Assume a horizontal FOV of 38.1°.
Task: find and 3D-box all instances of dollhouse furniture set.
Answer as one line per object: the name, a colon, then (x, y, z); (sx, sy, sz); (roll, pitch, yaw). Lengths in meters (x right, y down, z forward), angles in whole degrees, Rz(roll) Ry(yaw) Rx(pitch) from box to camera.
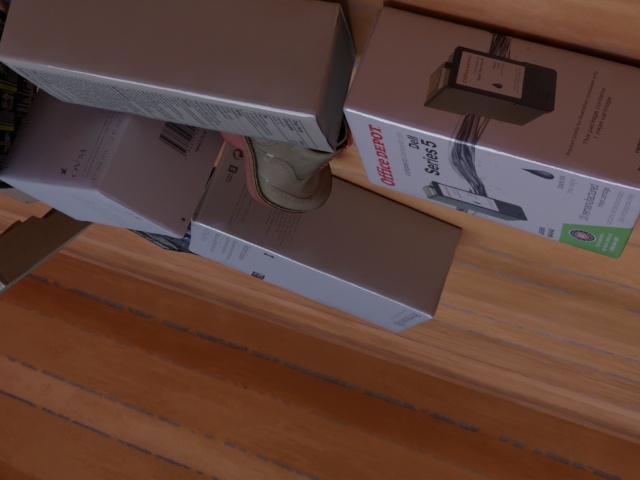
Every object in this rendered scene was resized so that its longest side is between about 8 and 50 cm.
dollhouse furniture set: (-0.597, -0.114, 1.553); (0.362, 0.256, 0.394); (-31, 100, 41)

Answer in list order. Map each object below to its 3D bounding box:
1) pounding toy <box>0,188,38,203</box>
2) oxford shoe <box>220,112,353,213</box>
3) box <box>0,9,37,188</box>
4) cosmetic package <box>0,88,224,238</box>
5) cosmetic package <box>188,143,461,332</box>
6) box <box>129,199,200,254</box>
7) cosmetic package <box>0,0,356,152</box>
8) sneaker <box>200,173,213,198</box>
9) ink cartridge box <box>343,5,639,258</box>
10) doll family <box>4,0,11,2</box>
pounding toy: (-0.601, -0.155, 1.867); (0.100, 0.141, 0.130); (-11, 153, 33)
oxford shoe: (-0.022, -0.110, 1.137); (0.130, 0.123, 0.348); (11, 166, 17)
box: (-0.413, -0.171, 1.133); (0.060, 0.216, 0.270); (6, -175, -2)
cosmetic package: (-0.239, -0.139, 1.118); (0.225, 0.224, 0.138); (8, 162, 44)
cosmetic package: (0.000, 0.000, 1.459); (0.385, 0.156, 0.217); (23, 165, -3)
box: (-0.348, -0.083, 1.804); (0.318, 0.097, 0.395); (4, 158, 47)
cosmetic package: (-0.131, -0.180, 0.911); (0.310, 0.113, 0.160); (11, 175, 8)
sneaker: (-0.189, -0.098, 1.598); (0.188, 0.067, 0.078); (30, 143, -27)
ink cartridge box: (0.175, -0.098, 0.878); (0.273, 0.114, 0.198); (18, 167, 15)
doll family: (-0.366, -0.303, 1.001); (0.111, 0.076, 0.193); (20, 171, -15)
